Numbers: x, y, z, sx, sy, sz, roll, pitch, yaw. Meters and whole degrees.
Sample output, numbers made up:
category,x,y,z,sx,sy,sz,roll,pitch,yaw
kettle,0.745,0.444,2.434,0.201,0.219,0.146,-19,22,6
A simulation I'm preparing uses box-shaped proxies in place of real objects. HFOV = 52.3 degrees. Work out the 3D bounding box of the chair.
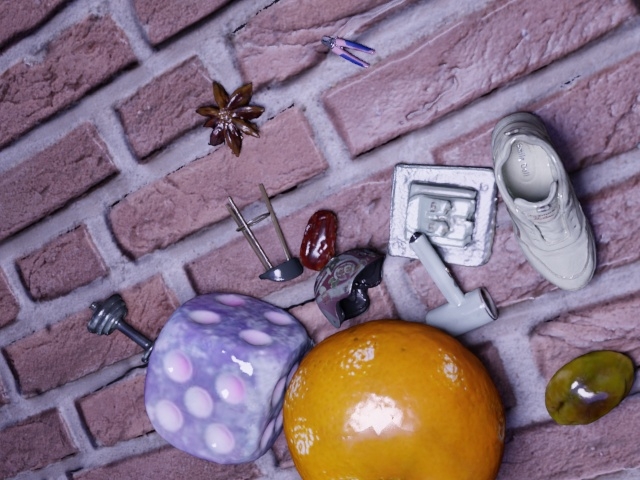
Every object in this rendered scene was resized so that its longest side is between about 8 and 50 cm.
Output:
category,x,y,z,sx,sy,sz,roll,pitch,yaw
chair,-0.128,-0.002,1.401,0.095,0.104,0.221,-35,84,48

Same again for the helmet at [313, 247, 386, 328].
category,x,y,z,sx,sy,sz,roll,pitch,yaw
helmet,0.049,0.083,1.326,0.107,0.153,0.177,31,112,24

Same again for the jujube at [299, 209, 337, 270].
category,x,y,z,sx,sy,sz,roll,pitch,yaw
jujube,0.000,0.000,1.363,0.077,0.077,0.129,17,98,15

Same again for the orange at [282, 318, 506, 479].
category,x,y,z,sx,sy,sz,roll,pitch,yaw
orange,0.133,0.356,1.232,0.424,0.326,0.424,5,123,8

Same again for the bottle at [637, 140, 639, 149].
category,x,y,z,sx,sy,sz,roll,pitch,yaw
bottle,0.642,-0.106,1.117,0.217,0.060,0.060,47,112,6

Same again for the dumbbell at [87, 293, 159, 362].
category,x,y,z,sx,sy,sz,roll,pitch,yaw
dumbbell,-0.445,0.225,1.557,0.254,0.110,0.110,35,111,3

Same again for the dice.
category,x,y,z,sx,sy,sz,roll,pitch,yaw
dice,-0.191,0.283,1.384,0.271,0.270,0.270,20,109,14

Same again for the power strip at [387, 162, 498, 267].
category,x,y,z,sx,sy,sz,roll,pitch,yaw
power strip,0.233,-0.046,1.273,0.213,0.064,0.198,5,102,19

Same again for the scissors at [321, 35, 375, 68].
category,x,y,z,sx,sy,sz,roll,pitch,yaw
scissors,0.052,-0.378,1.290,0.113,0.012,0.039,27,109,12

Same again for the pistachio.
category,x,y,z,sx,sy,sz,roll,pitch,yaw
pistachio,0.501,0.276,1.230,0.189,0.100,0.110,-40,91,24

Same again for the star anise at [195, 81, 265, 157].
category,x,y,z,sx,sy,sz,roll,pitch,yaw
star anise,-0.192,-0.262,1.378,0.168,0.057,0.168,5,105,18

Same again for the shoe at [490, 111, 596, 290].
category,x,y,z,sx,sy,sz,roll,pitch,yaw
shoe,0.384,-0.056,1.138,0.132,0.210,0.342,-21,95,22

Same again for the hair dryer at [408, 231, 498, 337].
category,x,y,z,sx,sy,sz,roll,pitch,yaw
hair dryer,0.232,0.085,1.272,0.131,0.073,0.236,-28,108,24
